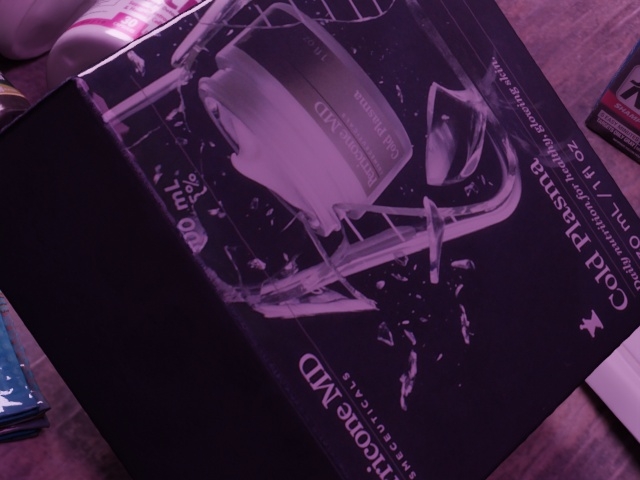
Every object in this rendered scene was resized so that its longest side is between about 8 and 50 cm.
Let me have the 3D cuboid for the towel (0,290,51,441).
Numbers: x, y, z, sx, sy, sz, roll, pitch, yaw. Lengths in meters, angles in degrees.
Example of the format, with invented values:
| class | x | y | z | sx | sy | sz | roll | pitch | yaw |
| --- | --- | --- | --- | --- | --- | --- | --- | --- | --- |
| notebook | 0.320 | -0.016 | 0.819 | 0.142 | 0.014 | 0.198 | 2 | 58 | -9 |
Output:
| class | x | y | z | sx | sy | sz | roll | pitch | yaw |
| --- | --- | --- | --- | --- | --- | --- | --- | --- | --- |
| towel | -0.436 | 0.043 | 1.691 | 0.271 | 0.040 | 0.370 | -9 | 58 | -31 |

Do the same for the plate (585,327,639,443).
| class | x | y | z | sx | sy | sz | roll | pitch | yaw |
| --- | --- | --- | --- | --- | --- | --- | --- | --- | --- |
| plate | 0.422 | 0.135 | 1.973 | 0.277 | 0.045 | 0.278 | -14 | 51 | -33 |

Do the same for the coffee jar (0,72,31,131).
| class | x | y | z | sx | sy | sz | roll | pitch | yaw |
| --- | --- | --- | --- | --- | --- | --- | --- | --- | --- |
| coffee jar | -0.373 | -0.161 | 1.843 | 0.184 | 0.079 | 0.096 | 48 | 18 | 15 |

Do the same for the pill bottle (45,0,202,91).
| class | x | y | z | sx | sy | sz | roll | pitch | yaw |
| --- | --- | --- | --- | --- | --- | --- | --- | --- | --- |
| pill bottle | -0.157 | -0.227 | 1.948 | 0.160 | 0.160 | 0.283 | 34 | 48 | 3 |

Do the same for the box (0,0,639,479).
| class | x | y | z | sx | sy | sz | roll | pitch | yaw |
| --- | --- | --- | --- | --- | --- | --- | --- | --- | --- |
| box | 0.000 | 0.000 | 1.666 | 0.472 | 0.297 | 0.480 | -38 | 95 | -38 |

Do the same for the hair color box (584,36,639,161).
| class | x | y | z | sx | sy | sz | roll | pitch | yaw |
| --- | --- | --- | --- | --- | --- | --- | --- | --- | --- |
| hair color box | 0.469 | -0.223 | 2.105 | 0.174 | 0.347 | 0.105 | 34 | 48 | 4 |

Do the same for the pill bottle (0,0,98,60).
| class | x | y | z | sx | sy | sz | roll | pitch | yaw |
| --- | --- | --- | --- | --- | --- | --- | --- | --- | --- |
| pill bottle | -0.381 | -0.348 | 1.937 | 0.301 | 0.169 | 0.169 | 42 | 49 | 10 |
